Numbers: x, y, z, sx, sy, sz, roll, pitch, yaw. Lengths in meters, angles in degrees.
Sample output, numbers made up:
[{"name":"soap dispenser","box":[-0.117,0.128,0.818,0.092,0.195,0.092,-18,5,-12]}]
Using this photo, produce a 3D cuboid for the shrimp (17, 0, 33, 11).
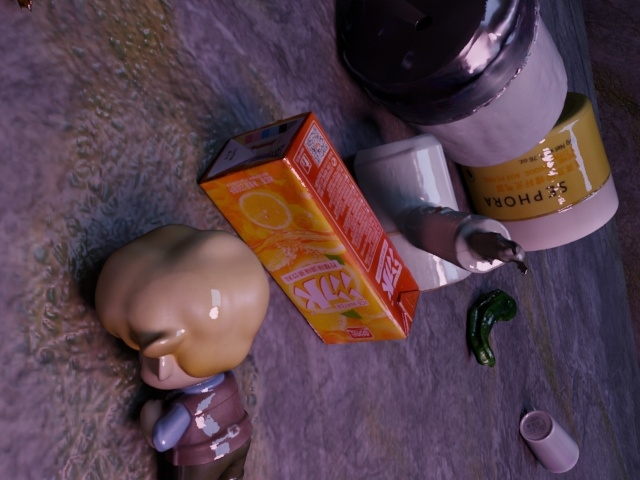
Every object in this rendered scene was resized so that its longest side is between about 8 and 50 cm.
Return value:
[{"name":"shrimp","box":[-0.209,-0.191,0.367,0.083,0.023,0.114,-19,92,-54]}]

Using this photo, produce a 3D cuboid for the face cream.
[{"name":"face cream","box":[0.347,-0.114,1.009,0.218,0.218,0.179,-51,122,-49]}]

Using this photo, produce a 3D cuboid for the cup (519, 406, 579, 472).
[{"name":"cup","box":[0.404,0.347,1.117,0.116,0.074,0.104,48,20,-32]}]

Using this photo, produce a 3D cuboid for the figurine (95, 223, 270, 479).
[{"name":"figurine","box":[-0.087,0.086,0.425,0.114,0.108,0.195,-19,115,-47]}]

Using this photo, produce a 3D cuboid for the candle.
[{"name":"candle","box":[0.195,-0.223,0.806,0.343,0.221,0.221,21,64,-53]}]

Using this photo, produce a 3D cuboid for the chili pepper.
[{"name":"chili pepper","box":[0.274,0.126,0.988,0.182,0.050,0.073,-37,119,-52]}]

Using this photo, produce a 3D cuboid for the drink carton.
[{"name":"drink carton","box":[0.000,0.000,0.562,0.222,0.096,0.071,56,39,-32]}]

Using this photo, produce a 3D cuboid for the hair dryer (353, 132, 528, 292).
[{"name":"hair dryer","box":[0.121,-0.020,0.599,0.357,0.108,0.173,-140,-147,-81]}]
